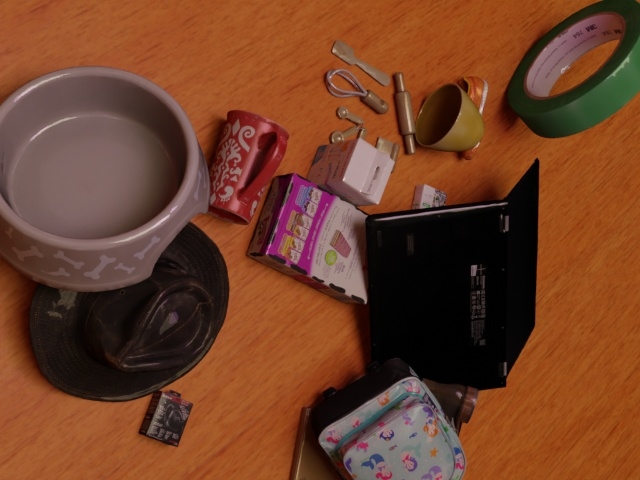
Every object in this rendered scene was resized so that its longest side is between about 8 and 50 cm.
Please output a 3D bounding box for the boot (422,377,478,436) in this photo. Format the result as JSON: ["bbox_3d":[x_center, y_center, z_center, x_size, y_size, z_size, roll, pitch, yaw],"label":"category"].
[{"bbox_3d":[0.220,0.330,1.875,0.106,0.219,0.082,19,47,4],"label":"boot"}]

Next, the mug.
[{"bbox_3d":[-0.131,-0.123,1.657,0.113,0.150,0.169,22,78,-6],"label":"mug"}]

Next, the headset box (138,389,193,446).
[{"bbox_3d":[-0.249,0.285,1.611,0.062,0.032,0.083,28,71,-31],"label":"headset box"}]

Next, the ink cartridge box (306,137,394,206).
[{"bbox_3d":[0.056,-0.120,1.780,0.090,0.143,0.092,31,70,-29],"label":"ink cartridge box"}]

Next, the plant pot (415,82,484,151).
[{"bbox_3d":[0.264,-0.226,1.934,0.095,0.134,0.134,24,74,-30],"label":"plant pot"}]

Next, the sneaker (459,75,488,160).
[{"bbox_3d":[0.297,-0.248,2.017,0.067,0.064,0.175,7,78,-12],"label":"sneaker"}]

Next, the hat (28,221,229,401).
[{"bbox_3d":[-0.257,0.128,1.493,0.331,0.134,0.331,-15,118,-30],"label":"hat"}]

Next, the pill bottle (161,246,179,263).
[{"bbox_3d":[-0.309,0.022,1.553,0.160,0.087,0.087,0,87,-34],"label":"pill bottle"}]

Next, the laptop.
[{"bbox_3d":[0.270,0.072,1.922,0.408,0.236,0.382,-7,111,-8],"label":"laptop"}]

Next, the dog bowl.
[{"bbox_3d":[-0.332,-0.104,1.443,0.348,0.102,0.349,4,63,-7],"label":"dog bowl"}]

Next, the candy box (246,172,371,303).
[{"bbox_3d":[0.000,0.000,1.777,0.233,0.071,0.159,28,73,-30],"label":"candy box"}]

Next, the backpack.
[{"bbox_3d":[0.132,0.367,1.743,0.225,0.191,0.253,-32,115,-3],"label":"backpack"}]

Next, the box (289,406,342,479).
[{"bbox_3d":[0.020,0.415,1.795,0.164,0.021,0.201,18,77,-33],"label":"box"}]

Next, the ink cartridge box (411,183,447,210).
[{"bbox_3d":[0.209,-0.046,1.950,0.063,0.029,0.115,20,75,-32],"label":"ink cartridge box"}]

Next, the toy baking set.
[{"bbox_3d":[0.098,-0.255,1.887,0.196,0.030,0.256,-6,90,-35],"label":"toy baking set"}]

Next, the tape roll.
[{"bbox_3d":[0.534,-0.352,2.017,0.077,0.321,0.321,42,65,-25],"label":"tape roll"}]
